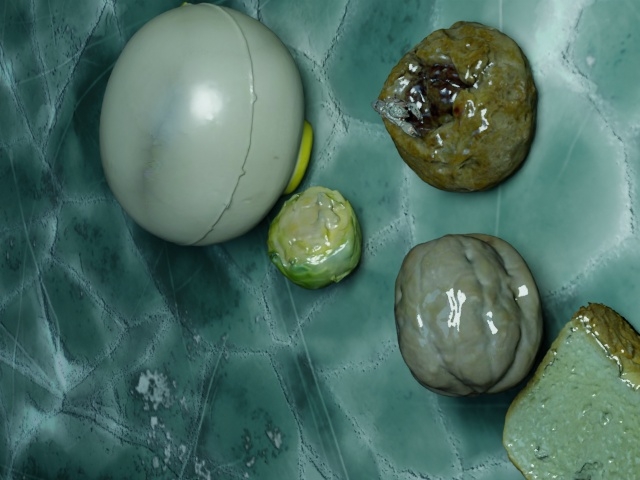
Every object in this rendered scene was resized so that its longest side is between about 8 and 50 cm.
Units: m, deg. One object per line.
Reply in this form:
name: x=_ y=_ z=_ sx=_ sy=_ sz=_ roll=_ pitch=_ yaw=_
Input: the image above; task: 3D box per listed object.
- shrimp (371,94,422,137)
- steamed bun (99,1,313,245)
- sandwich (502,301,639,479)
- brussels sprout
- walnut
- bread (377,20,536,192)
shrimp: x=0.104 y=-0.169 z=1.372 sx=0.092 sy=0.029 sz=0.038 roll=40 pitch=112 yaw=32
steamed bun: x=-0.183 y=-0.175 z=1.617 sx=0.334 sy=0.334 sz=0.374 roll=42 pitch=120 yaw=34
sandwich: x=0.363 y=0.248 z=1.264 sx=0.273 sy=0.095 sz=0.249 roll=46 pitch=125 yaw=31
brussels sprout: x=0.000 y=0.004 z=1.585 sx=0.149 sy=0.122 sz=0.151 roll=31 pitch=78 yaw=31
walnut: x=0.189 y=0.092 z=1.340 sx=0.224 sy=0.224 sz=0.224 roll=3 pitch=95 yaw=44
bread: x=0.178 y=-0.177 z=1.400 sx=0.230 sy=0.123 sz=0.230 roll=6 pitch=99 yaw=45
